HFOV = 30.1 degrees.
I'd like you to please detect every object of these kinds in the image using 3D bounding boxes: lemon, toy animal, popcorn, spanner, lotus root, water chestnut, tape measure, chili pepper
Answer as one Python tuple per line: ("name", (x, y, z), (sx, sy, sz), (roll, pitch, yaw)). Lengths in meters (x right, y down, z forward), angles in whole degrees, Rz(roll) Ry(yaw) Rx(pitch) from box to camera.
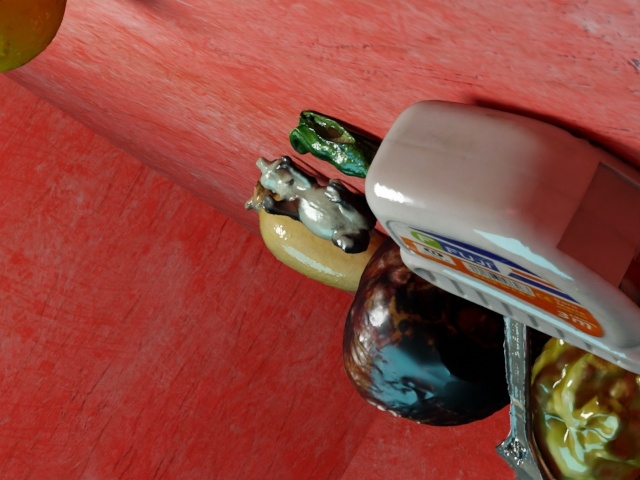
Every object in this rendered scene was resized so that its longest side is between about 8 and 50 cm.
("lemon", (-0.358, -0.263, 1.268), (0.173, 0.174, 0.206), (33, 174, -27))
("toy animal", (-0.010, -0.060, 1.811), (0.225, 0.094, 0.121), (27, -177, 19))
("popcorn", (0.364, 0.203, 1.468), (0.173, 0.225, 0.286), (39, 146, 43))
("spanner", (0.238, 0.185, 1.399), (0.093, 0.026, 0.326), (28, 136, 46))
("lotus root", (-0.001, 0.002, 2.084), (0.303, 0.131, 0.146), (30, 173, 2))
("water chestnut", (0.167, 0.109, 1.516), (0.289, 0.289, 0.244), (32, 170, -23))
("tape measure", (0.183, -0.007, 0.985), (0.258, 0.130, 0.265), (24, 167, 31))
("chili pepper", (0.012, -0.110, 1.365), (0.073, 0.050, 0.182), (26, -179, -40))
